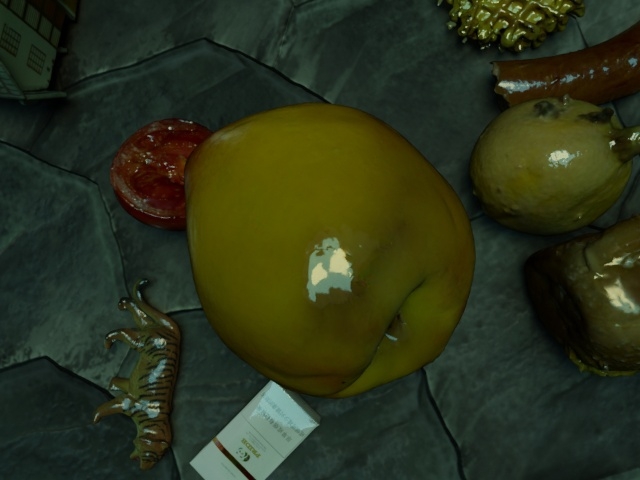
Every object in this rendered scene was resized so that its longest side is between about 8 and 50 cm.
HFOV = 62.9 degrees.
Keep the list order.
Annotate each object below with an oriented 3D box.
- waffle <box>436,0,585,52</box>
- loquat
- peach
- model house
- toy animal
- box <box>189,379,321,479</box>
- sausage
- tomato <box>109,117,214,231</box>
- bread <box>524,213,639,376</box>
[{"bbox_3d":[0.240,-0.337,0.662,0.197,0.070,0.192,-21,85,6],"label":"waffle"},{"bbox_3d":[0.264,-0.086,0.590,0.172,0.205,0.149,17,68,-24],"label":"loquat"},{"bbox_3d":[0.003,-0.001,0.566,0.289,0.289,0.308,-43,53,1],"label":"peach"},{"bbox_3d":[-0.447,-0.288,0.650,0.225,0.198,0.215,8,82,5],"label":"model house"},{"bbox_3d":[-0.230,0.171,0.682,0.099,0.057,0.240,8,86,-1],"label":"toy animal"},{"bbox_3d":[-0.082,0.255,0.668,0.084,0.040,0.154,44,92,3],"label":"box"},{"bbox_3d":[0.353,-0.222,0.639,0.303,0.076,0.102,-21,89,3],"label":"sausage"},{"bbox_3d":[-0.187,-0.073,0.673,0.139,0.091,0.159,13,60,-5],"label":"tomato"},{"bbox_3d":[0.376,0.050,0.564,0.247,0.195,0.176,-21,81,4],"label":"bread"}]
